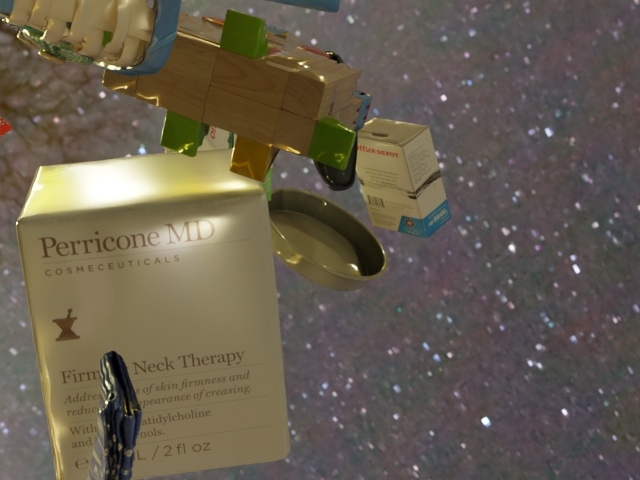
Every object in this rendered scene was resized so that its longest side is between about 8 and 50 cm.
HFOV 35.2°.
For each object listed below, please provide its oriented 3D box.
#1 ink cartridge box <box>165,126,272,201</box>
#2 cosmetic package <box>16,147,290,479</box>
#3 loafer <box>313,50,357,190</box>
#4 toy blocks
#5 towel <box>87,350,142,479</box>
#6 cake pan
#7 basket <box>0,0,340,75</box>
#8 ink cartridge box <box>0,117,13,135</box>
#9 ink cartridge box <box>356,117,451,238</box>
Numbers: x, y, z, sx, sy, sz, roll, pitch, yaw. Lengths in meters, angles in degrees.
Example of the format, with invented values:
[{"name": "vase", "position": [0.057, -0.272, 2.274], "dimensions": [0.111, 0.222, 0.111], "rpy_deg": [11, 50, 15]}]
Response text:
[{"name": "ink cartridge box", "position": [-0.185, -0.178, 1.889], "dimensions": [0.093, 0.219, 0.160], "rpy_deg": [-17, -127, 25]}, {"name": "cosmetic package", "position": [-0.239, 0.096, 1.479], "dimensions": [0.330, 0.393, 0.327], "rpy_deg": [-7, -162, -8]}, {"name": "loafer", "position": [0.021, -0.189, 1.607], "dimensions": [0.076, 0.223, 0.078], "rpy_deg": [-9, -174, -18]}, {"name": "toy blocks", "position": [-0.093, -0.222, 1.346], "dimensions": [0.382, 0.190, 0.261], "rpy_deg": [20, -159, 13]}, {"name": "towel", "position": [-0.243, 0.301, 1.074], "dimensions": [0.243, 0.040, 0.335], "rpy_deg": [-154, -107, -73]}, {"name": "cake pan", "position": [0.000, 0.000, 2.071], "dimensions": [0.054, 0.293, 0.293], "rpy_deg": [-57, -153, 26]}, {"name": "basket", "position": [-0.155, -0.241, 0.833], "dimensions": [0.289, 0.201, 0.255], "rpy_deg": [-1, -161, -27]}, {"name": "ink cartridge box", "position": [-0.596, -0.197, 1.761], "dimensions": [0.115, 0.063, 0.029], "rpy_deg": [-46, 171, -44]}, {"name": "ink cartridge box", "position": [0.149, -0.120, 1.908], "dimensions": [0.086, 0.203, 0.148], "rpy_deg": [-36, -145, -31]}]
